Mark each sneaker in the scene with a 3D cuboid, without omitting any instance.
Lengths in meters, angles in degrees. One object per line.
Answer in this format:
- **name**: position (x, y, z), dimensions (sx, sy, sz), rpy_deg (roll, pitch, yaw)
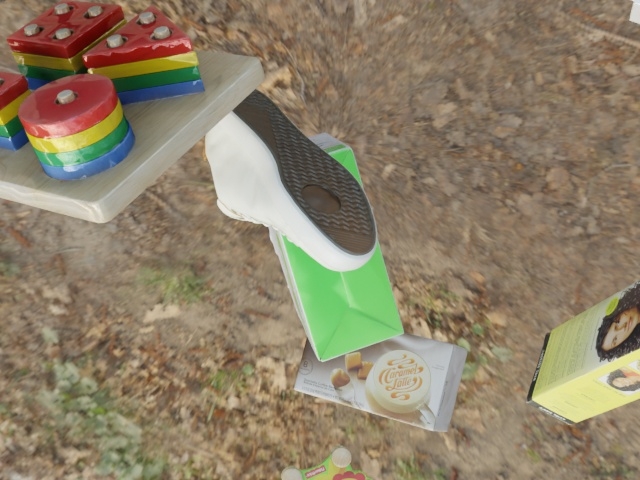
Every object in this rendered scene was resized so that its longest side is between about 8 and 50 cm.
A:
- **sneaker**: position (-0.041, -0.046, 1.052), dimensions (0.106, 0.290, 0.123), rpy_deg (-5, 133, -37)

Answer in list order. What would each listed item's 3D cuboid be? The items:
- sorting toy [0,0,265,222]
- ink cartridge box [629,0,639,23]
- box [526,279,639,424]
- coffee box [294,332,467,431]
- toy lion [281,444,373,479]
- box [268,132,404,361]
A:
- **sorting toy**: position (-0.234, -0.149, 0.943), dimensions (0.256, 0.257, 0.089), rpy_deg (13, 135, 31)
- **ink cartridge box**: position (0.449, -0.306, 1.154), dimensions (0.180, 0.060, 0.104), rpy_deg (25, 86, 17)
- **box**: position (0.276, 0.099, 0.875), dimensions (0.058, 0.232, 0.087), rpy_deg (27, 62, -5)
- **coffee box**: position (0.098, 0.212, 1.554), dimensions (0.247, 0.098, 0.141), rpy_deg (13, 84, 24)
- **toy lion**: position (0.014, 0.295, 1.108), dimensions (0.100, 0.034, 0.096), rpy_deg (-21, 84, -8)
- **box**: position (0.000, 0.000, 1.314), dimensions (0.127, 0.231, 0.261), rpy_deg (-17, 102, -4)
